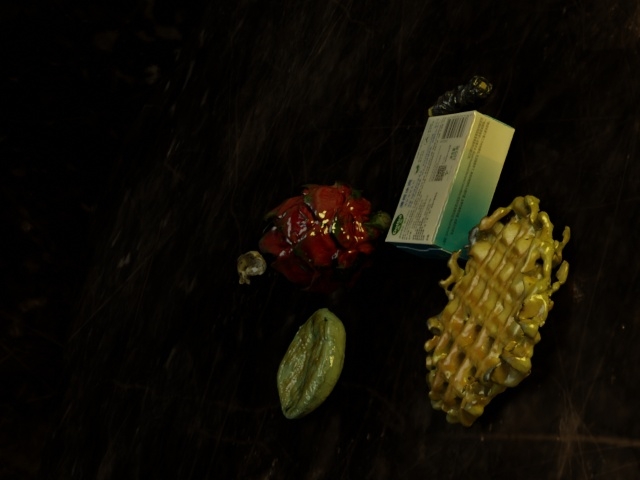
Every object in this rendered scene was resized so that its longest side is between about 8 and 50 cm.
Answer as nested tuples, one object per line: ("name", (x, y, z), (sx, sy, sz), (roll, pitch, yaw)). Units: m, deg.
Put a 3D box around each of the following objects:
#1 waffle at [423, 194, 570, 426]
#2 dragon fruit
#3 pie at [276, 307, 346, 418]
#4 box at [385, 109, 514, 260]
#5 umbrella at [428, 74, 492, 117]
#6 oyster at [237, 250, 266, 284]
("waffle", (0.203, 0.085, 1.506), (0.262, 0.060, 0.280), (-41, 34, 49))
("dragon fruit", (0.004, -0.002, 1.921), (0.188, 0.182, 0.182), (126, 157, -57))
("pie", (-0.015, 0.194, 1.947), (0.187, 0.041, 0.187), (-51, 27, 39))
("box", (0.177, -0.074, 1.701), (0.139, 0.073, 0.194), (3, 73, 68))
("umbrella", (0.202, -0.208, 1.822), (0.144, 0.040, 0.037), (-25, 56, 62))
("oyster", (-0.125, 0.055, 2.384), (0.083, 0.038, 0.081), (22, 117, 42))
